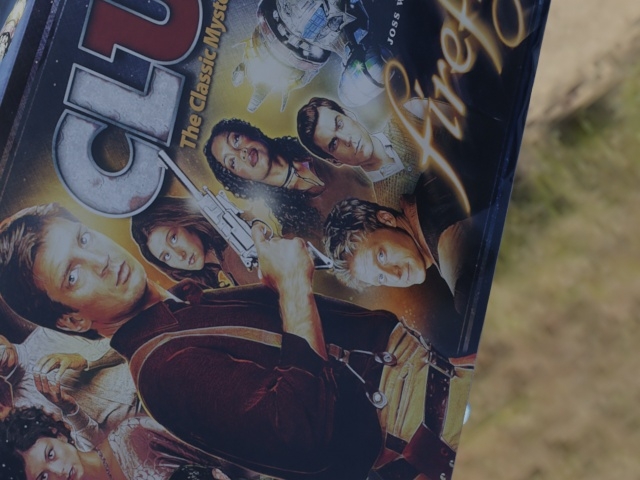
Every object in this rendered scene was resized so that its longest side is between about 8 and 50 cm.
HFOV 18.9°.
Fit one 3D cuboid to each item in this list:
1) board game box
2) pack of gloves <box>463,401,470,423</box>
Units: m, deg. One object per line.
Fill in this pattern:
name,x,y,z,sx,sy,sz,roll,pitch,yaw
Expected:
board game box,-0.025,-0.014,0.558,0.165,0.243,0.042,24,155,-25
pack of gloves,0.000,0.000,0.964,0.046,0.195,0.232,-52,159,-13
